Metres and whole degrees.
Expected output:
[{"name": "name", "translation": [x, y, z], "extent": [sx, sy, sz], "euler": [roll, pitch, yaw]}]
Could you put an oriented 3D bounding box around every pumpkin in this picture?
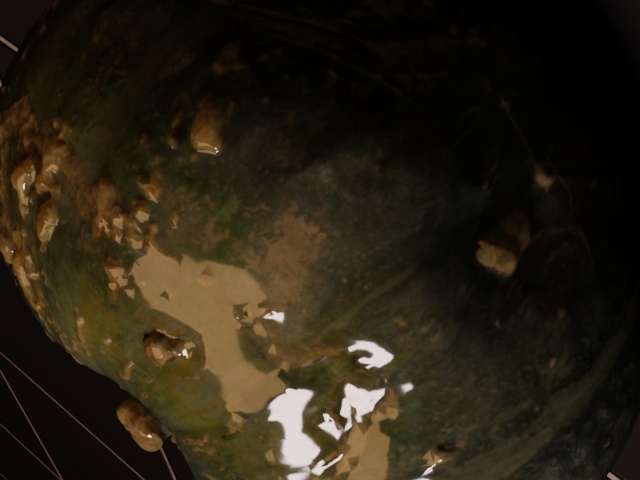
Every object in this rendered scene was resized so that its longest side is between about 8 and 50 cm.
[{"name": "pumpkin", "translation": [0.000, 0.000, 0.715], "extent": [0.327, 0.257, 0.291], "euler": [50, 172, -26]}]
